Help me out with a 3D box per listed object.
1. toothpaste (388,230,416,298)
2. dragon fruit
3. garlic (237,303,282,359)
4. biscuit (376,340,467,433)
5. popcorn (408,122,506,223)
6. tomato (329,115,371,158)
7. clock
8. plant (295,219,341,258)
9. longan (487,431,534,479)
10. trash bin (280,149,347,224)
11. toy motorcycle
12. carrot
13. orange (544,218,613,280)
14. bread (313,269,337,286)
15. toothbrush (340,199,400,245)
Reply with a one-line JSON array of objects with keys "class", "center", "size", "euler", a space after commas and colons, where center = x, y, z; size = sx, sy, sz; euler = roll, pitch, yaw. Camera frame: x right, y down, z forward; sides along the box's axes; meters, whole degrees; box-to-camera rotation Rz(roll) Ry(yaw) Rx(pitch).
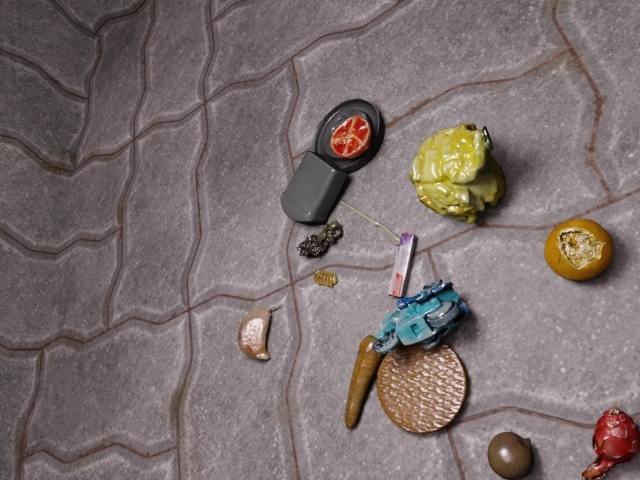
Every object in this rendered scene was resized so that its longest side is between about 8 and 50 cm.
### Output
[{"class": "toothpaste", "center": [0.244, 0.072, 1.613], "size": [0.047, 0.040, 0.196], "euler": [11, 77, 14]}, {"class": "dragon fruit", "center": [0.623, 0.451, 1.167], "size": [0.094, 0.094, 0.190], "euler": [26, 109, 40]}, {"class": "garlic", "center": [-0.208, 0.299, 1.841], "size": [0.129, 0.090, 0.198], "euler": [8, 68, 23]}, {"class": "biscuit", "center": [0.271, 0.387, 1.470], "size": [0.262, 0.037, 0.261], "euler": [-15, 63, 31]}, {"class": "popcorn", "center": [0.379, -0.178, 1.506], "size": [0.237, 0.293, 0.292], "euler": [-23, 58, 19]}, {"class": "tomato", "center": [0.114, -0.329, 1.798], "size": [0.156, 0.069, 0.155], "euler": [-18, 58, 31]}, {"class": "clock", "center": [0.096, -0.364, 1.908], "size": [0.281, 0.055, 0.280], "euler": [-15, 62, 31]}, {"class": "plant", "center": [0.000, 0.000, 1.809], "size": [0.174, 0.085, 0.087], "euler": [-36, 26, 13]}, {"class": "longan", "center": [0.443, 0.497, 1.263], "size": [0.113, 0.092, 0.113], "euler": [-21, 36, 16]}, {"class": "trash bin", "center": [-0.030, -0.167, 1.855], "size": [0.177, 0.101, 0.236], "euler": [41, 111, 37]}, {"class": "toy motorcycle", "center": [0.261, 0.209, 1.467], "size": [0.260, 0.206, 0.154], "euler": [-31, 99, 21]}, {"class": "carrot", "center": [0.113, 0.418, 1.557], "size": [0.078, 0.078, 0.298], "euler": [14, 84, 39]}, {"class": "orange", "center": [0.618, 0.020, 1.311], "size": [0.155, 0.134, 0.154], "euler": [-21, 56, 36]}, {"class": "bread", "center": [0.014, 0.124, 1.774], "size": [0.088, 0.034, 0.049], "euler": [13, 85, 39]}, {"class": "toothbrush", "center": [0.160, -0.065, 1.752], "size": [0.294, 0.026, 0.028], "euler": [42, 113, 39]}]
